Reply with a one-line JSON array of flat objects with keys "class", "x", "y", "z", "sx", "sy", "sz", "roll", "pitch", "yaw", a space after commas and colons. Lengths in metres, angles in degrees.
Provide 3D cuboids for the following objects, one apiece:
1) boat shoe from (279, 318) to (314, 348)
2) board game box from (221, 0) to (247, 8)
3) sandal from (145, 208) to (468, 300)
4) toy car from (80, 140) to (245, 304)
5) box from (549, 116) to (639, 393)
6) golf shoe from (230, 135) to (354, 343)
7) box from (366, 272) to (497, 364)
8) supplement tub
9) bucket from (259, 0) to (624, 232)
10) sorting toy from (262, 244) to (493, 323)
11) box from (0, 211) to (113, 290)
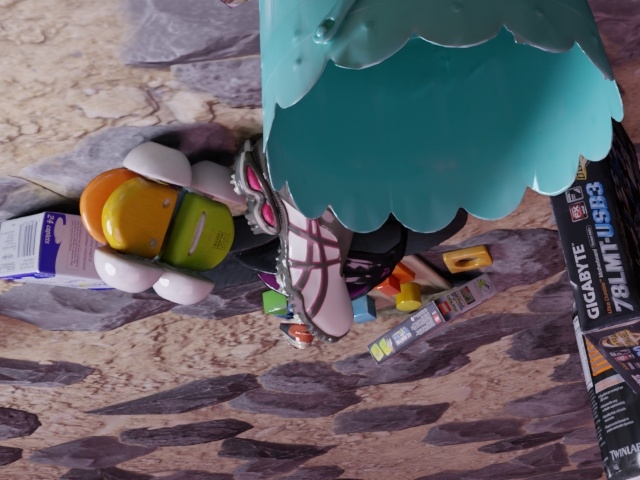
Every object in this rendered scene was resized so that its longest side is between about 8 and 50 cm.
[{"class": "boat shoe", "x": -0.034, "y": 0.139, "z": 1.877, "sx": 0.049, "sy": 0.043, "sz": 0.137, "roll": 4, "pitch": 174, "yaw": -10}, {"class": "board game box", "x": -0.013, "y": -0.266, "z": 0.946, "sx": 0.243, "sy": 0.042, "sz": 0.165, "roll": -18, "pitch": 156, "yaw": 25}, {"class": "sandal", "x": -0.027, "y": 0.030, "z": 1.570, "sx": 0.445, "sy": 0.107, "sz": 0.167, "roll": -12, "pitch": 155, "yaw": 19}, {"class": "toy car", "x": -0.181, "y": -0.024, "z": 1.393, "sx": 0.182, "sy": 0.159, "sz": 0.136, "roll": 17, "pitch": -177, "yaw": -45}, {"class": "box", "x": 0.306, "y": -0.010, "z": 1.345, "sx": 0.073, "sy": 0.293, "sz": 0.295, "roll": -15, "pitch": 157, "yaw": 20}, {"class": "golf shoe", "x": 0.000, "y": 0.000, "z": 1.398, "sx": 0.120, "sy": 0.105, "sz": 0.273, "roll": -18, "pitch": 124, "yaw": 9}, {"class": "box", "x": 0.166, "y": 0.120, "z": 1.910, "sx": 0.114, "sy": 0.036, "sz": 0.207, "roll": -24, "pitch": 170, "yaw": -34}, {"class": "supplement tub", "x": 0.473, "y": 0.172, "z": 1.790, "sx": 0.207, "sy": 0.338, "sz": 0.207, "roll": -6, "pitch": 159, "yaw": -2}, {"class": "bucket", "x": 0.080, "y": -0.145, "z": 0.955, "sx": 0.281, "sy": 0.183, "sz": 0.281, "roll": -6, "pitch": 155, "yaw": -3}, {"class": "sorting toy", "x": 0.078, "y": 0.074, "z": 1.813, "sx": 0.347, "sy": 0.047, "sz": 0.196, "roll": -18, "pitch": 156, "yaw": 24}, {"class": "box", "x": -0.286, "y": 0.015, "z": 1.476, "sx": 0.137, "sy": 0.072, "sz": 0.126, "roll": 8, "pitch": 171, "yaw": -35}]
